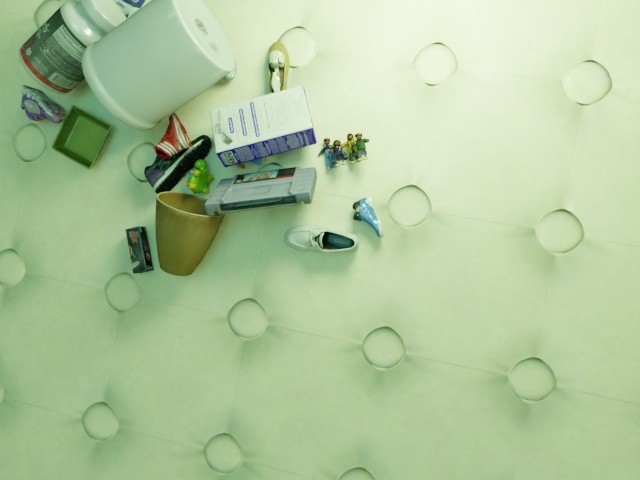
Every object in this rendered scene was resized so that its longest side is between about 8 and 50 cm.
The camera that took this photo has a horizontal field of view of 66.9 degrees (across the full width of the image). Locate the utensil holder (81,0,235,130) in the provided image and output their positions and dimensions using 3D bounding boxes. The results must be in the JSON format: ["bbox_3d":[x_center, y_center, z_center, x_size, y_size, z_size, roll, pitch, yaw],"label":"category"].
[{"bbox_3d":[-0.529,-0.606,1.616,0.385,0.327,0.328,-26,85,20],"label":"utensil holder"}]

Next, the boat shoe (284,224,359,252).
[{"bbox_3d":[0.000,0.000,1.684,0.267,0.088,0.096,10,91,8],"label":"boat shoe"}]

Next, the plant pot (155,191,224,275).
[{"bbox_3d":[-0.479,-0.012,1.704,0.237,0.237,0.255,20,105,8],"label":"plant pot"}]

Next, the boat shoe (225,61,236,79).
[{"bbox_3d":[-0.373,-0.682,1.769,0.075,0.083,0.227,-20,85,35],"label":"boat shoe"}]

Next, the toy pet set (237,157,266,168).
[{"bbox_3d":[-0.254,-0.312,1.740,0.114,0.065,0.122,31,94,8],"label":"toy pet set"}]

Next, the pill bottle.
[{"bbox_3d":[-0.877,-0.714,1.740,0.362,0.210,0.210,-32,85,18],"label":"pill bottle"}]

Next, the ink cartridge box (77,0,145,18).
[{"bbox_3d":[-0.808,-0.886,1.844,0.223,0.045,0.224,32,94,8],"label":"ink cartridge box"}]

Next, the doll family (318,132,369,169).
[{"bbox_3d":[0.079,-0.318,1.686,0.192,0.076,0.112,-12,92,11],"label":"doll family"}]

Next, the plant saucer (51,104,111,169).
[{"bbox_3d":[-0.901,-0.390,1.850,0.188,0.045,0.189,29,93,8],"label":"plant saucer"}]

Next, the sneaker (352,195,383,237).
[{"bbox_3d":[0.159,-0.071,1.675,0.084,0.058,0.152,-20,82,2],"label":"sneaker"}]

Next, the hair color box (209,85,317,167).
[{"bbox_3d":[-0.198,-0.392,1.674,0.338,0.110,0.185,-13,67,1],"label":"hair color box"}]

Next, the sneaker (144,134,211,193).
[{"bbox_3d":[-0.531,-0.306,1.766,0.283,0.107,0.124,-41,78,6],"label":"sneaker"}]

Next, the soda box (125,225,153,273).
[{"bbox_3d":[-0.674,0.035,1.804,0.060,0.053,0.169,-12,87,8],"label":"soda box"}]

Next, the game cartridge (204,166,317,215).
[{"bbox_3d":[-0.195,-0.175,1.653,0.354,0.230,0.068,-6,123,8],"label":"game cartridge"}]

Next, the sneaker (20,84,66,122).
[{"bbox_3d":[-1.065,-0.495,1.849,0.236,0.095,0.105,36,103,23],"label":"sneaker"}]

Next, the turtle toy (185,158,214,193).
[{"bbox_3d":[-0.442,-0.231,1.762,0.066,0.095,0.130,21,92,30],"label":"turtle toy"}]

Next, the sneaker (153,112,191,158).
[{"bbox_3d":[-0.544,-0.371,1.723,0.128,0.087,0.221,-30,40,-3],"label":"sneaker"}]

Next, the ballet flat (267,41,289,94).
[{"bbox_3d":[-0.151,-0.603,1.725,0.079,0.073,0.233,-4,88,8],"label":"ballet flat"}]
